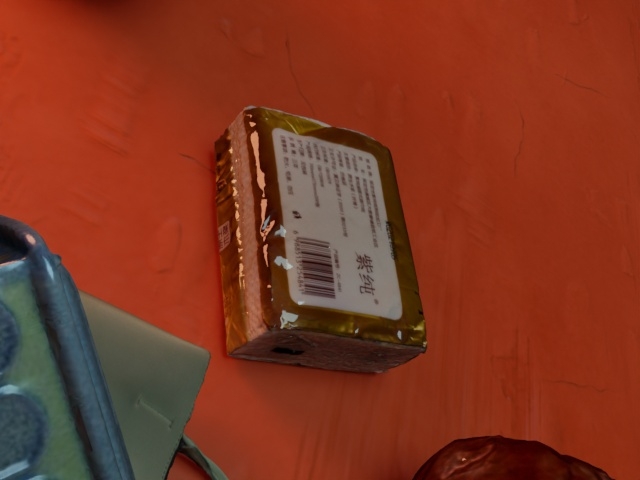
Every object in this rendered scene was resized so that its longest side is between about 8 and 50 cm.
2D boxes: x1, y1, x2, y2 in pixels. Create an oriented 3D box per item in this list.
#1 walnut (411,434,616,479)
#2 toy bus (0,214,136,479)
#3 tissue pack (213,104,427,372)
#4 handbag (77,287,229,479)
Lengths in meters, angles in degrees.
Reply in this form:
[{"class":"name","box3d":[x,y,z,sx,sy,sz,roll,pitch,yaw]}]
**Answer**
[{"class":"walnut","box3d":[0.155,0.300,0.640,0.222,0.243,0.269,12,52,13]},{"class":"toy bus","box3d":[-0.167,0.160,0.352,0.190,0.152,0.312,-20,106,-29]},{"class":"tissue pack","box3d":[0.000,0.000,0.766,0.183,0.092,0.226,13,54,-36]},{"class":"handbag","box3d":[-0.159,0.136,0.527,0.315,0.109,0.241,33,47,-26]}]
